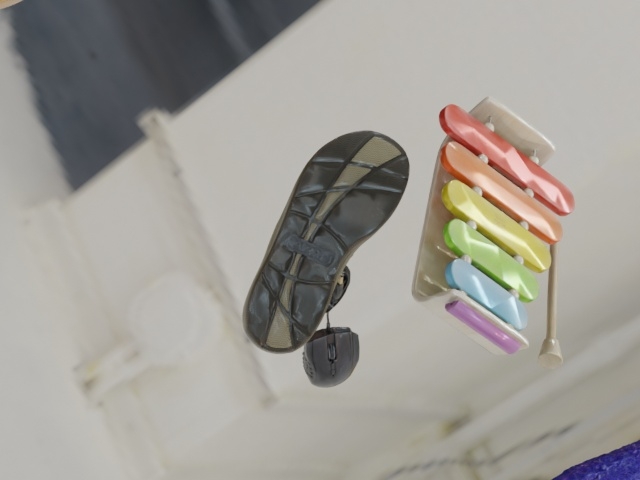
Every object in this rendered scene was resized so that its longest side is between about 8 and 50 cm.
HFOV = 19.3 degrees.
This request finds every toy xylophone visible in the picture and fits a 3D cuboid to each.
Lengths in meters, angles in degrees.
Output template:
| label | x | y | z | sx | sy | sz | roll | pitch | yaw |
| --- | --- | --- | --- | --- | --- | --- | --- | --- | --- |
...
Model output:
| label | x | y | z | sx | sy | sz | roll | pitch | yaw |
| --- | --- | --- | --- | --- | --- | --- | --- | --- | --- |
| toy xylophone | 0.206 | 0.002 | 2.105 | 0.236 | 0.081 | 0.323 | 28 | 48 | -29 |

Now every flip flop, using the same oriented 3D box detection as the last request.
| label | x | y | z | sx | sy | sz | roll | pitch | yaw |
| --- | --- | --- | --- | --- | --- | --- | --- | --- | --- |
| flip flop | 0.000 | 0.000 | 2.091 | 0.112 | 0.277 | 0.080 | 28 | -5 | -5 |

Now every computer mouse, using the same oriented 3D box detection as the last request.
| label | x | y | z | sx | sy | sz | roll | pitch | yaw |
| --- | --- | --- | --- | --- | --- | --- | --- | --- | --- |
| computer mouse | 0.014 | 0.109 | 2.224 | 0.242 | 0.071 | 0.041 | 89 | -10 | -55 |

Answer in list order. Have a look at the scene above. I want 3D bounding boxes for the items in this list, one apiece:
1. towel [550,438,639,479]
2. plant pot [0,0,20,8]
| label | x | y | z | sx | sy | sz | roll | pitch | yaw |
| --- | --- | --- | --- | --- | --- | --- | --- | --- | --- |
| towel | 0.358 | 0.235 | 1.512 | 0.076 | 0.308 | 0.228 | -141 | -151 | -73 |
| plant pot | -0.305 | -0.275 | 1.540 | 0.205 | 0.188 | 0.205 | 3 | 82 | -22 |
